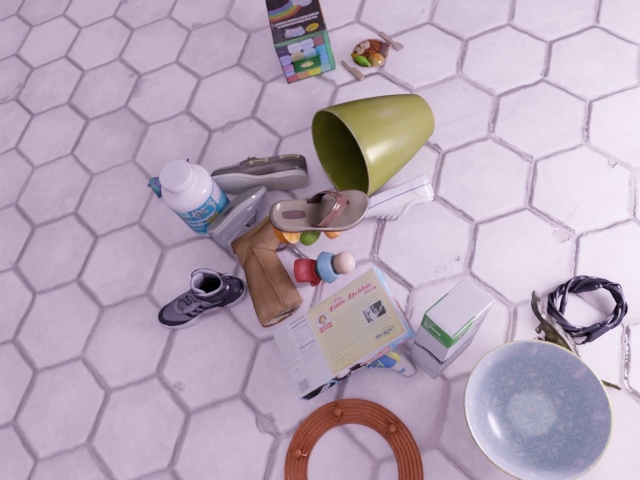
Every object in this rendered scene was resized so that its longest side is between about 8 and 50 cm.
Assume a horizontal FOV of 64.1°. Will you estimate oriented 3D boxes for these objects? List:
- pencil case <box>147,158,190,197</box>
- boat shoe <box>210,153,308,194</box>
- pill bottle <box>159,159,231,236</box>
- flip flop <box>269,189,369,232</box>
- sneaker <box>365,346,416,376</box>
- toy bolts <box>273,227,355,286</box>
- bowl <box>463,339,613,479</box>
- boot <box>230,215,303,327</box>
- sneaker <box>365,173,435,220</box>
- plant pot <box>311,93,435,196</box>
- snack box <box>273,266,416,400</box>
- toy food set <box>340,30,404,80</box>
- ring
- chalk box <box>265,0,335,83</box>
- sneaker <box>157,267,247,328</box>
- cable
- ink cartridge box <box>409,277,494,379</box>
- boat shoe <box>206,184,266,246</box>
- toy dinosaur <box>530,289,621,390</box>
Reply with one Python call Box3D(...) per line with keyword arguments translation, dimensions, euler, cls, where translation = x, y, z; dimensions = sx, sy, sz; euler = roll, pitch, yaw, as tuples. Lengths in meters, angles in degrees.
Box3D(translation=(-0.475, -0.198, 1.641), dimensions=(0.151, 0.064, 0.070), euler=(-26, 88, 0), cls="pencil case")
Box3D(translation=(-0.189, -0.205, 1.559), dimensions=(0.304, 0.109, 0.091), euler=(-4, 65, 5), cls="boat shoe")
Box3D(translation=(-0.359, -0.124, 1.470), dimensions=(0.146, 0.264, 0.146), euler=(-5, 65, 11), cls="pill bottle")
Box3D(translation=(0.005, -0.083, 1.306), dimensions=(0.276, 0.080, 0.112), euler=(-6, 67, -23), cls="flip flop")
Box3D(translation=(0.121, 0.291, 1.284), dimensions=(0.240, 0.091, 0.126), euler=(36, 90, 31), cls="sneaker")
Box3D(translation=(0.000, 0.000, 1.358), dimensions=(0.158, 0.218, 0.229), euler=(-16, 74, 27), cls="toy bolts")
Box3D(translation=(0.460, 0.376, 1.119), dimensions=(0.289, 0.156, 0.290), euler=(-5, 65, 11), cls="bowl")
Box3D(translation=(-0.112, 0.072, 1.430), dimensions=(0.236, 0.089, 0.270), euler=(-34, 62, 11), cls="boot")
Box3D(translation=(0.195, -0.095, 1.429), dimensions=(0.257, 0.094, 0.091), euler=(-24, 89, 14), cls="sneaker")
Box3D(translation=(0.169, -0.297, 1.453), dimensions=(0.293, 0.275, 0.275), euler=(-30, 62, -20), cls="plant pot")
Box3D(translation=(0.050, 0.229, 1.253), dimensions=(0.321, 0.060, 0.187), euler=(-34, 59, 14), cls="snack box")
Box3D(translation=(0.168, -0.628, 1.700), dimensions=(0.192, 0.038, 0.132), euler=(-40, 64, -6), cls="toy food set")
Box3D(translation=(0.073, 0.546, 1.203), dimensions=(0.336, 0.032, 0.337), euler=(-5, 65, 11), cls="ring")
Box3D(translation=(-0.060, -0.655, 1.689), dimensions=(0.180, 0.179, 0.289), euler=(-14, 65, 6), cls="chalk box")
Box3D(translation=(-0.348, 0.153, 1.406), dimensions=(0.268, 0.153, 0.101), euler=(-22, 63, 2), cls="sneaker")
Box3D(translation=(0.648, 0.158, 1.242), dimensions=(0.184, 0.047, 0.151), euler=(-35, 59, -1), cls="cable")
Box3D(translation=(0.298, 0.208, 1.185), dimensions=(0.153, 0.209, 0.087), euler=(-34, 59, -27), cls="ink cartridge box")
Box3D(translation=(-0.231, -0.072, 1.487), dimensions=(0.079, 0.081, 0.227), euler=(8, 48, 47), cls="boat shoe")
Box3D(translation=(0.560, 0.243, 1.177), dimensions=(0.064, 0.118, 0.268), euler=(-35, 64, -4), cls="toy dinosaur")
